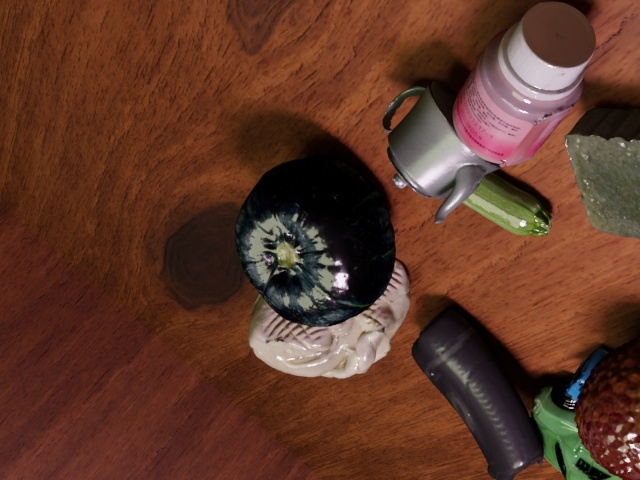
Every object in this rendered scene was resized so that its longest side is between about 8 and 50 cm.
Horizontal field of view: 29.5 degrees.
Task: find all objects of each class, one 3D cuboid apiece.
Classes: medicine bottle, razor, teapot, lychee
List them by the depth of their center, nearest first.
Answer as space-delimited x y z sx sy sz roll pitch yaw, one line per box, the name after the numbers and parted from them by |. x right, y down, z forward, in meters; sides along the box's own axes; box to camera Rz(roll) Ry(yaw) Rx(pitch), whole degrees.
0.273 -0.210 1.624 0.147 0.147 0.247 37 154 5 | medicine bottle
0.163 -0.136 1.823 0.162 0.149 0.239 23 -146 -46 | teapot
0.535 0.268 1.943 0.260 0.260 0.260 31 154 17 | lychee
0.307 0.302 2.365 0.349 0.113 0.204 57 163 12 | razor

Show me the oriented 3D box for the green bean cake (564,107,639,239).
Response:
0.439 -0.091 1.650 0.183 0.094 0.185 14 145 43 | green bean cake

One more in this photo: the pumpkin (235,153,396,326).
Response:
0.000 0.000 2.216 0.315 0.238 0.315 8 109 24 | pumpkin

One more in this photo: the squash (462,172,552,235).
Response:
0.272 -0.072 1.940 0.219 0.068 0.077 32 149 14 | squash

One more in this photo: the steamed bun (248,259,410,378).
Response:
0.015 0.146 2.406 0.320 0.275 0.206 -3 154 -3 | steamed bun

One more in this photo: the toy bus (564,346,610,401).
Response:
0.532 0.271 2.131 0.184 0.090 0.106 31 154 13 | toy bus

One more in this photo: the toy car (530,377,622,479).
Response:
0.541 0.411 2.249 0.358 0.176 0.213 24 150 31 | toy car
